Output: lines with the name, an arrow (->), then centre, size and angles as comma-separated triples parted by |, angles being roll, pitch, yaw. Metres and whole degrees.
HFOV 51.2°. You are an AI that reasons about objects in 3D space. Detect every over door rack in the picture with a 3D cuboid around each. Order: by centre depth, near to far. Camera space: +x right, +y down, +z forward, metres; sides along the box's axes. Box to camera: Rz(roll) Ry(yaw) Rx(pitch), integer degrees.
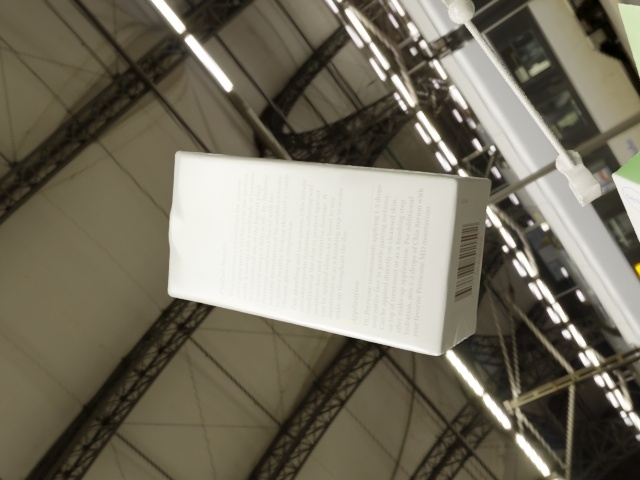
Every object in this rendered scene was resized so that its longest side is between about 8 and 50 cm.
over door rack -> 0.236, -0.223, 0.559 | 0.324, 0.239, 0.108 | 54, -162, 0

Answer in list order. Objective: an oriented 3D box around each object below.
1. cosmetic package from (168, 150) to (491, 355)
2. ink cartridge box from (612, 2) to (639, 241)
cosmetic package -> 0.000, 0.000, 0.986 | 0.161, 0.453, 0.230 | -8, -74, -60
ink cartridge box -> 0.270, -0.031, 0.435 | 0.235, 0.056, 0.171 | 48, 179, -34
